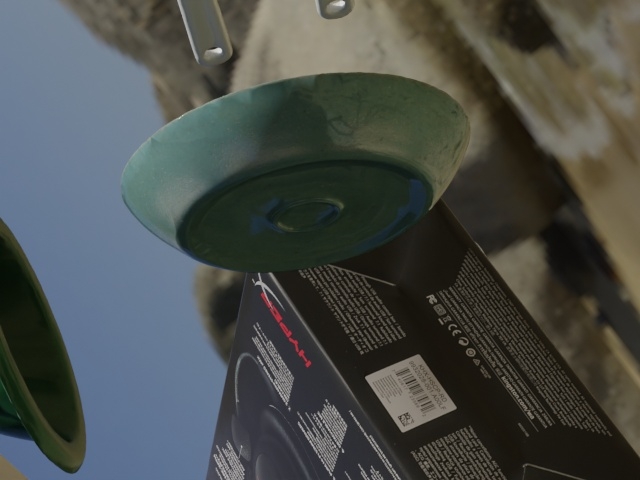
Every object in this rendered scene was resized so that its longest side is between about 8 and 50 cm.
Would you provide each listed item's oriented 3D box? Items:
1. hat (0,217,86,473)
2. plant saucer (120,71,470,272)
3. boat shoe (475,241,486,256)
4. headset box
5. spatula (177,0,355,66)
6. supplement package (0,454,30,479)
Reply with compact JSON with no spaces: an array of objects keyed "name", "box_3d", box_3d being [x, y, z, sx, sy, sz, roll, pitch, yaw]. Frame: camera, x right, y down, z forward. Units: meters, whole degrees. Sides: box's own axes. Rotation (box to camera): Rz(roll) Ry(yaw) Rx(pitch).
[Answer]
[{"name":"hat","box_3d":[-0.271,0.080,1.153,0.173,0.183,0.209,35,-146,-84]},{"name":"plant saucer","box_3d":[-0.006,-0.017,0.604,0.119,0.119,0.021,48,-153,-63]},{"name":"boat shoe","box_3d":[0.037,0.001,1.230,0.226,0.083,0.076,48,162,45]},{"name":"headset box","box_3d":[0.041,0.150,0.946,0.218,0.110,0.293,54,151,29]},{"name":"spatula","box_3d":[-0.001,-0.148,0.698,0.242,0.168,0.019,73,-178,-60]},{"name":"supplement package","box_3d":[-0.153,0.214,0.704,0.293,0.175,0.177,41,-162,5]}]
